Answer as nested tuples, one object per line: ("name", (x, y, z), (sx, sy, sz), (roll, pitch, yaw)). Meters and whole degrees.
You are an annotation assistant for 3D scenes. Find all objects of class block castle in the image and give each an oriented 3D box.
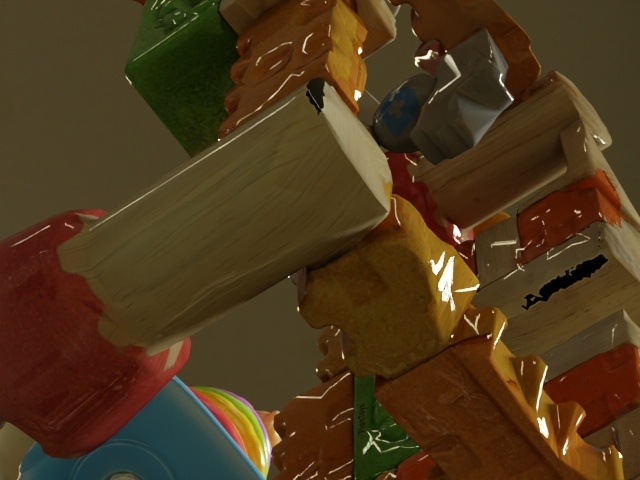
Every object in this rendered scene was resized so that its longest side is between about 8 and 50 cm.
("block castle", (0.000, 0.000, 0.847), (0.213, 0.453, 0.303), (-32, -65, 19))

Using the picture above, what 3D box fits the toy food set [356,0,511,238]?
("toy food set", (0.046, -0.092, 1.137), (0.232, 0.104, 0.111), (41, -93, -18))

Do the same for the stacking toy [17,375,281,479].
("stacking toy", (-0.097, 0.177, 1.461), (0.166, 0.302, 0.175), (47, -73, 9))
